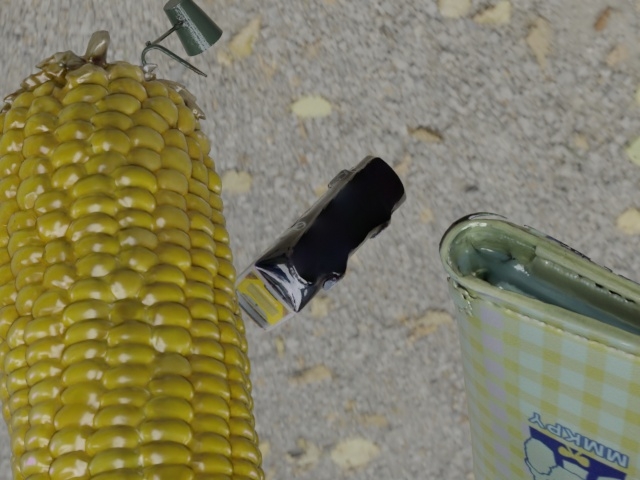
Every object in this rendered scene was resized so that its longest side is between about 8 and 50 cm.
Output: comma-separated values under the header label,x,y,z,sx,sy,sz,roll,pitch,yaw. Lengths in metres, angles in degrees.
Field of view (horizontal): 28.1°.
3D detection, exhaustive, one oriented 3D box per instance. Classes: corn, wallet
label,x,y,z,sx,sy,sz,roll,pitch,yaw
corn,-0.079,0.058,0.516,0.106,0.305,0.106,-10,150,-6
wallet,0.179,0.127,0.760,0.077,0.223,0.309,-50,151,-24

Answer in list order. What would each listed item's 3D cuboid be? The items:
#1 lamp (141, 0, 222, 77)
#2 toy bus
label,x,y,z,sx,sy,sz,roll,pitch,yaw
lamp,-0.100,-0.141,0.901,0.041,0.121,0.054,-27,119,17
toy bus,0.000,0.000,0.975,0.057,0.172,0.072,49,133,-4
